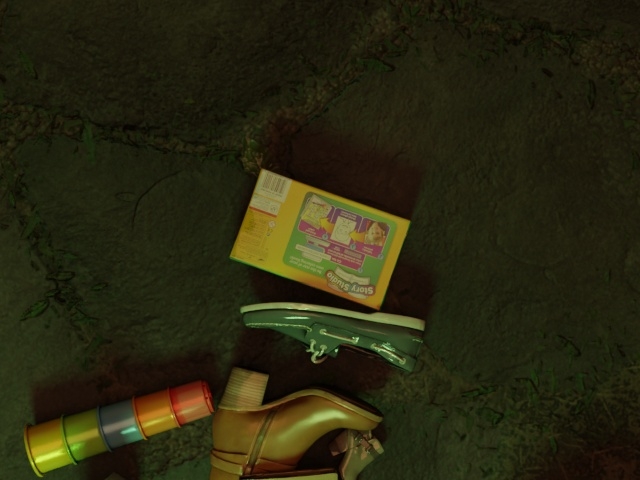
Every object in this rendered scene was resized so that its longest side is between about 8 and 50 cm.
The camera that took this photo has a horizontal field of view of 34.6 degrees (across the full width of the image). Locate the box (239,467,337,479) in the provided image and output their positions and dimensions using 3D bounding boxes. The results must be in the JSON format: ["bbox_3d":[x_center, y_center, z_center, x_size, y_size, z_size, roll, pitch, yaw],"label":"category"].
[{"bbox_3d":[-0.051,0.481,1.742,0.164,0.021,0.201,-4,111,-5],"label":"box"}]

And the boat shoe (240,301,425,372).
[{"bbox_3d":[0.018,0.163,1.755,0.319,0.116,0.099,7,83,-5],"label":"boat shoe"}]

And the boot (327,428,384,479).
[{"bbox_3d":[0.069,0.379,1.781,0.087,0.042,0.118,-23,88,-3],"label":"boot"}]

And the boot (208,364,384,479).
[{"bbox_3d":[-0.049,0.348,1.748,0.283,0.109,0.220,13,88,1],"label":"boot"}]

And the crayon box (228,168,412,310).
[{"bbox_3d":[0.000,0.000,1.779,0.278,0.081,0.165,20,88,1],"label":"crayon box"}]

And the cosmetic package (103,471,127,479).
[{"bbox_3d":[-0.366,0.451,1.678,0.060,0.239,0.099,34,87,2],"label":"cosmetic package"}]

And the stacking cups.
[{"bbox_3d":[-0.342,0.307,1.765,0.316,0.096,0.096,-19,87,-4],"label":"stacking cups"}]
